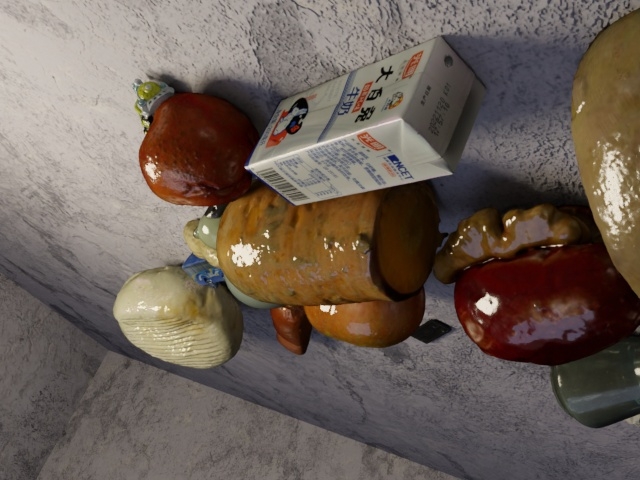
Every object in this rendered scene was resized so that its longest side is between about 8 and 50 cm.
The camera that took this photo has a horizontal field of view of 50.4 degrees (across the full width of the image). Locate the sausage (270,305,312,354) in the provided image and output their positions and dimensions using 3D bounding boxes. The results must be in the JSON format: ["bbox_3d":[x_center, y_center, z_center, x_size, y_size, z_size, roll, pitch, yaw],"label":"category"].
[{"bbox_3d":[-0.071,0.220,1.791,0.097,0.094,0.348,33,161,15],"label":"sausage"}]

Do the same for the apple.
[{"bbox_3d":[0.078,0.095,1.251,0.235,0.173,0.210,5,-166,20],"label":"apple"}]

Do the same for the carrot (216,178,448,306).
[{"bbox_3d":[0.000,0.000,1.079,0.341,0.224,0.224,2,148,38],"label":"carrot"}]

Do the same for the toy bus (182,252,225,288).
[{"bbox_3d":[-0.250,0.056,1.629,0.094,0.079,0.236,36,154,-22],"label":"toy bus"}]

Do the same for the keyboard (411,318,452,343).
[{"bbox_3d":[0.249,0.209,1.554,0.053,0.010,0.155,27,157,-3],"label":"keyboard"}]

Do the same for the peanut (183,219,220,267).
[{"bbox_3d":[-0.242,0.005,1.486,0.187,0.082,0.082,24,164,49],"label":"peanut"}]

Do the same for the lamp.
[{"bbox_3d":[-0.128,0.024,1.340,0.244,0.198,0.197,43,160,13],"label":"lamp"}]

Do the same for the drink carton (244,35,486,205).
[{"bbox_3d":[0.045,-0.138,0.866,0.107,0.130,0.315,37,154,-30],"label":"drink carton"}]

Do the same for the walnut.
[{"bbox_3d":[0.297,0.043,0.935,0.244,0.222,0.269,51,137,-7],"label":"walnut"}]

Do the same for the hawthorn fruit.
[{"bbox_3d":[-0.167,-0.127,1.040,0.200,0.179,0.179,22,157,3],"label":"hawthorn fruit"}]

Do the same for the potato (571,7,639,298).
[{"bbox_3d":[0.337,-0.070,0.576,0.190,0.264,0.211,20,164,-13],"label":"potato"}]

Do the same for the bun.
[{"bbox_3d":[-0.379,0.199,1.886,0.365,0.219,0.365,8,144,6],"label":"bun"}]

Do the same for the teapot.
[{"bbox_3d":[0.535,0.231,1.149,0.203,0.171,0.225,24,153,-26],"label":"teapot"}]

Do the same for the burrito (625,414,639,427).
[{"bbox_3d":[0.700,0.291,1.181,0.139,0.101,0.445,23,157,-26],"label":"burrito"}]

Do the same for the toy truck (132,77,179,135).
[{"bbox_3d":[-0.266,-0.215,1.090,0.077,0.076,0.111,43,161,14],"label":"toy truck"}]
